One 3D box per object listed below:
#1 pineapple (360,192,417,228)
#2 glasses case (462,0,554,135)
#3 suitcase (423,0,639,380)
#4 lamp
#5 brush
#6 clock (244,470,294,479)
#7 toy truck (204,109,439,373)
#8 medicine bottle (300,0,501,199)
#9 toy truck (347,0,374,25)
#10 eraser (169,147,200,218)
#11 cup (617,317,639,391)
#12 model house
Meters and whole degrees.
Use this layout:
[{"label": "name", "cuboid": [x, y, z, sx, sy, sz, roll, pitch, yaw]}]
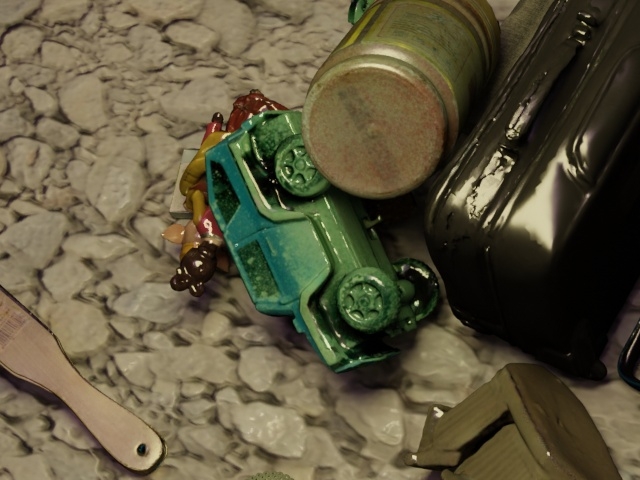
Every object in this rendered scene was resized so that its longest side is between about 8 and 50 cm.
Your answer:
[{"label": "pineapple", "cuboid": [0.024, -0.027, 1.968, 0.159, 0.074, 0.074, -26, 59, 6]}, {"label": "glasses case", "cuboid": [0.218, -0.203, 2.013, 0.071, 0.047, 0.205, 28, 75, 29]}, {"label": "suitcase", "cuboid": [0.254, -0.071, 1.764, 0.188, 0.339, 0.345, 27, 73, 22]}, {"label": "lamp", "cuboid": [-0.102, -0.043, 1.994, 0.118, 0.118, 0.253, 16, 72, 24]}, {"label": "brush", "cuboid": [-0.293, 0.148, 1.985, 0.327, 0.065, 0.070, 38, 73, 20]}, {"label": "clock", "cuboid": [-0.059, 0.274, 1.867, 0.083, 0.010, 0.074, -30, 58, -1]}, {"label": "toy truck", "cuboid": [0.000, 0.000, 1.863, 0.156, 0.155, 0.278, -26, 84, 22]}, {"label": "medicine bottle", "cuboid": [0.084, -0.160, 1.821, 0.151, 0.151, 0.322, -3, 21, 16]}, {"label": "toy truck", "cuboid": [0.088, -0.316, 2.094, 0.080, 0.078, 0.154, 15, 69, 25]}, {"label": "eraser", "cuboid": [-0.146, -0.065, 2.067, 0.038, 0.019, 0.083, 2, 63, 20]}, {"label": "cup", "cuboid": [0.375, 0.111, 1.776, 0.113, 0.150, 0.138, 23, 69, -12]}, {"label": "model house", "cuboid": [0.182, 0.235, 1.756, 0.188, 0.122, 0.229, -36, 44, 11]}]
